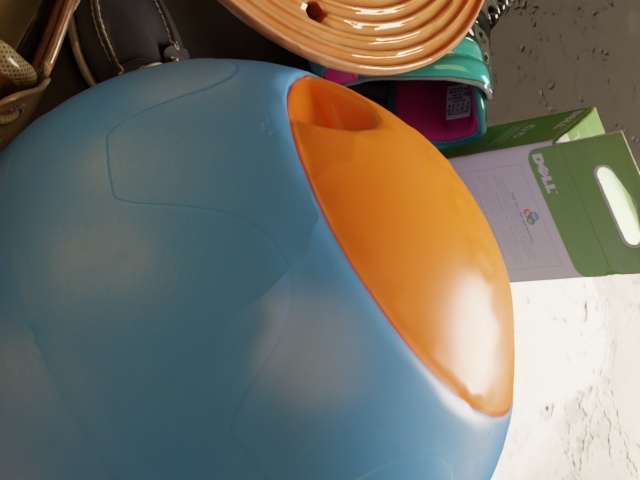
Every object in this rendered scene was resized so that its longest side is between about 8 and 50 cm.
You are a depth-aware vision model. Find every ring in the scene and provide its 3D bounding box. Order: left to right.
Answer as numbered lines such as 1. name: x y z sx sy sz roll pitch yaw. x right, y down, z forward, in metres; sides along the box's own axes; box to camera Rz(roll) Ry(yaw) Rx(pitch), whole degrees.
1. ring: -0.013 -0.256 0.676 0.336 0.032 0.336 17 63 -38

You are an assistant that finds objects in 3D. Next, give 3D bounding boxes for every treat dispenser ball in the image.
1. treat dispenser ball: -0.047 0.055 0.553 0.288 0.288 0.288 5 82 -39

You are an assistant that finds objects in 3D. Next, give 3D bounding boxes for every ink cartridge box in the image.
1. ink cartridge box: 0.165 -0.031 0.810 0.062 0.209 0.109 -37 108 -36

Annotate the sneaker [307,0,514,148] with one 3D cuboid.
1. sneaker: 0.103 -0.161 0.826 0.295 0.124 0.178 -13 89 -32

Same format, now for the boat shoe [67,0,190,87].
1. boat shoe: -0.093 -0.090 0.692 0.075 0.065 0.206 -32 109 -38

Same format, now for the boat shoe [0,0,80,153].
1. boat shoe: -0.205 -0.080 0.570 0.123 0.116 0.324 28 68 -34
